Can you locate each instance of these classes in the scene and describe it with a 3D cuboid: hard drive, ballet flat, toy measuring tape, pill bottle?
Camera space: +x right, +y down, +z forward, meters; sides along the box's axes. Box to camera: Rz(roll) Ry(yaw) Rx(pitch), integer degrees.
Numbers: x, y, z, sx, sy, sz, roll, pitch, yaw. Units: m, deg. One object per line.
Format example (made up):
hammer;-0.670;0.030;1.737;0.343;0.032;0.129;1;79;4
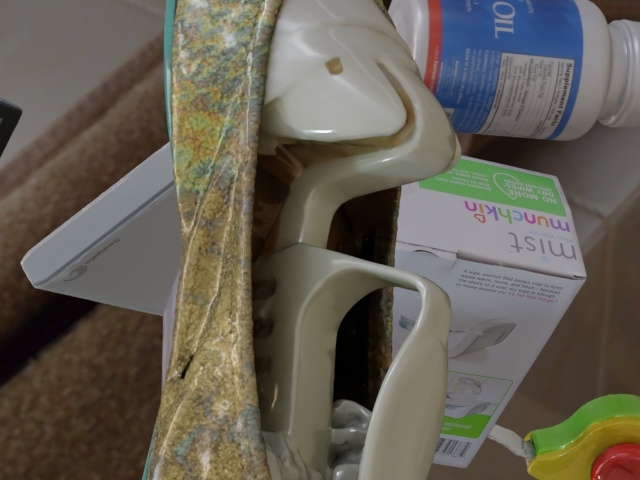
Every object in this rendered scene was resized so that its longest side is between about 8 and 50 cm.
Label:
hard drive;-0.153;-0.004;1.814;0.233;0.353;0.047;-37;69;14
ballet flat;0.000;0.000;0.626;0.123;0.348;0.123;4;162;1
toy measuring tape;0.241;0.177;1.541;0.330;0.121;0.121;31;147;-10
pill bottle;0.170;-0.149;1.343;0.124;0.221;0.124;-177;90;-78

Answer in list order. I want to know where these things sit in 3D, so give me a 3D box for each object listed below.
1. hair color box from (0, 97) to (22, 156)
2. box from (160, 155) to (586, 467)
hair color box;-0.367;-0.061;0.967;0.113;0.185;0.374;27;-177;28
box;0.032;0.045;1.224;0.262;0.127;0.231;11;130;-16
